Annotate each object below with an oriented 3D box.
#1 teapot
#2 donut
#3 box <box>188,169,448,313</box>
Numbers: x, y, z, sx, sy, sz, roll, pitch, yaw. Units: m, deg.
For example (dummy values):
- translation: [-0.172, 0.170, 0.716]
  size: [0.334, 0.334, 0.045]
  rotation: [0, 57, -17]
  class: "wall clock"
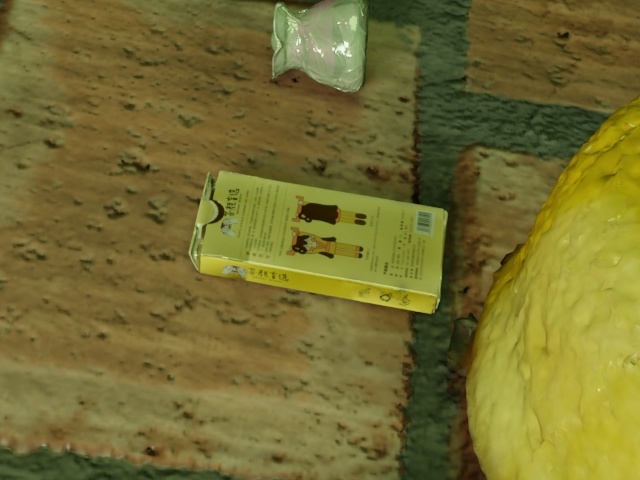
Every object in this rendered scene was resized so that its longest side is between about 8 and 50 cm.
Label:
- translation: [0.000, -0.132, 1.021]
  size: [0.064, 0.064, 0.083]
  rotation: [3, 15, 2]
  class: "teapot"
- translation: [0.281, 0.074, 0.791]
  size: [0.377, 0.163, 0.435]
  rotation: [-13, 52, -26]
  class: "donut"
- translation: [0.000, 0.000, 0.919]
  size: [0.149, 0.020, 0.073]
  rotation: [11, 48, -1]
  class: "box"
